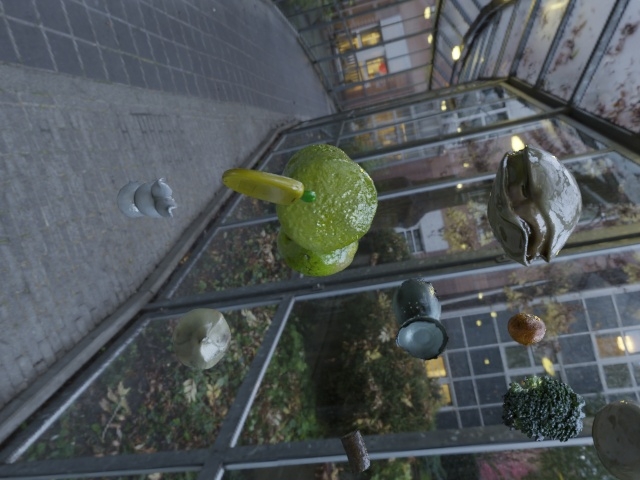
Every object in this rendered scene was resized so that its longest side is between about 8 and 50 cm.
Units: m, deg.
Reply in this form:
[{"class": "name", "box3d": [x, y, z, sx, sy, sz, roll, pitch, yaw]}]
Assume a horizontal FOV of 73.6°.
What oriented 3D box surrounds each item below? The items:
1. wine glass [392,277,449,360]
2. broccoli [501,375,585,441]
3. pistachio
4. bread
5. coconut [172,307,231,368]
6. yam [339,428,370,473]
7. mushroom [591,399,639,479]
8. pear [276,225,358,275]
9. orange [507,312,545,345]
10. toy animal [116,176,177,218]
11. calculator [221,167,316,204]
[{"class": "wine glass", "box3d": [0.363, 0.280, 1.594, 0.357, 0.191, 0.190, -62, 140, -69]}, {"class": "broccoli", "box3d": [0.965, 0.742, 1.874, 0.272, 0.335, 0.323, 4, 78, -67]}, {"class": "pistachio", "box3d": [0.665, -0.102, 1.358, 0.445, 0.282, 0.364, 36, 52, -49]}, {"class": "bread", "box3d": [0.014, -0.169, 1.516, 0.307, 0.349, 0.347, -98, 171, -56]}, {"class": "coconut", "box3d": [-0.410, 0.338, 1.481, 0.224, 0.225, 0.223, -11, 90, -79]}, {"class": "yam", "box3d": [0.127, 0.764, 1.556, 0.084, 0.084, 0.127, 37, 30, -73]}, {"class": "mushroom", "box3d": [0.841, 0.543, 1.132, 0.206, 0.209, 0.206, -44, 151, -32]}, {"class": "pear", "box3d": [0.000, 0.000, 2.039, 0.391, 0.392, 0.390, -11, 90, -79]}, {"class": "orange", "box3d": [0.794, 0.343, 1.659, 0.135, 0.136, 0.117, -62, 171, -72]}, {"class": "toy animal", "box3d": [-0.424, -0.110, 1.134, 0.131, 0.221, 0.103, -3, 95, -53]}, {"class": "calculator", "box3d": [-0.123, -0.127, 1.046, 0.146, 0.235, 0.032, 148, -46, -69]}]
